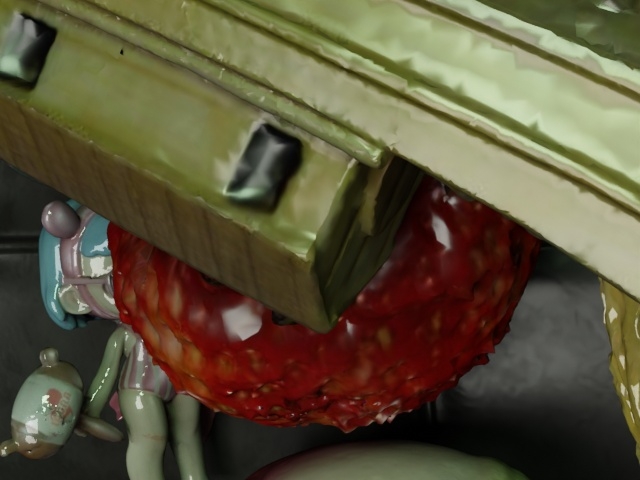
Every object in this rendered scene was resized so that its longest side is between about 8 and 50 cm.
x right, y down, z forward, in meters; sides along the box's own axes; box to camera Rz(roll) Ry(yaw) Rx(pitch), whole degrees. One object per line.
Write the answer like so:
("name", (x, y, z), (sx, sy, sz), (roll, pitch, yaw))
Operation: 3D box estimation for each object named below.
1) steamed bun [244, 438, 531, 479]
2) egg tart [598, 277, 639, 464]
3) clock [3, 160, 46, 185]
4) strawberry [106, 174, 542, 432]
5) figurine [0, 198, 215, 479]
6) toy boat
("steamed bun", (0.025, 0.243, 0.664), (0.309, 0.309, 0.309), (9, 110, 27))
("egg tart", (0.319, 0.027, 0.490), (0.388, 0.169, 0.388), (7, 106, 25))
("clock", (-0.187, -0.130, 0.794), (0.184, 0.040, 0.184), (10, 111, 26))
("strawberry", (0.000, 0.000, 0.635), (0.238, 0.250, 0.288), (1, 143, 0))
("figurine", (-0.147, 0.089, 0.777), (0.103, 0.205, 0.260), (10, 115, 52))
("toy boat", (-0.027, -0.063, 0.431), (0.445, 0.136, 0.162), (25, 98, 19))
